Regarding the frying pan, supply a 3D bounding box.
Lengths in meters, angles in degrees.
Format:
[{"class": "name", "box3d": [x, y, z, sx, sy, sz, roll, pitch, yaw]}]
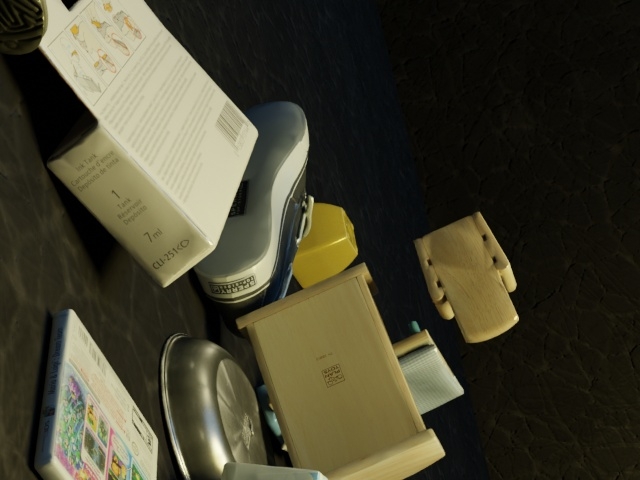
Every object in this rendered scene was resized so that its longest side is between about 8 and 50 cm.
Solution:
[{"class": "frying pan", "box3d": [-0.066, 0.234, 1.302, 0.197, 0.053, 0.326, -25, 95, -78]}]

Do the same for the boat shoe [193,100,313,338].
[{"class": "boat shoe", "box3d": [-0.061, -0.026, 1.529, 0.306, 0.113, 0.105, -89, 165, -50]}]

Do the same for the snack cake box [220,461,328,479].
[{"class": "snack cake box", "box3d": [-0.010, 0.302, 1.250, 0.264, 0.089, 0.152, 54, 42, -58]}]

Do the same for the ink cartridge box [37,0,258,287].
[{"class": "ink cartridge box", "box3d": [-0.172, -0.127, 1.250, 0.261, 0.066, 0.296, 49, 17, -14]}]

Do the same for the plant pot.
[{"class": "plant pot", "box3d": [0.000, 0.000, 1.850, 0.081, 0.083, 0.081, 58, 19, -55]}]

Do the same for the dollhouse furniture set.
[{"class": "dollhouse furniture set", "box3d": [0.095, 0.175, 1.459, 0.303, 0.286, 0.198, 59, 8, -57]}]

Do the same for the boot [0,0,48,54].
[{"class": "boot", "box3d": [-0.216, -0.266, 1.060, 0.208, 0.076, 0.190, -79, 165, -44]}]

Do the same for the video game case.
[{"class": "video game case", "box3d": [-0.156, 0.150, 1.045, 0.143, 0.019, 0.157, -93, 164, -48]}]
